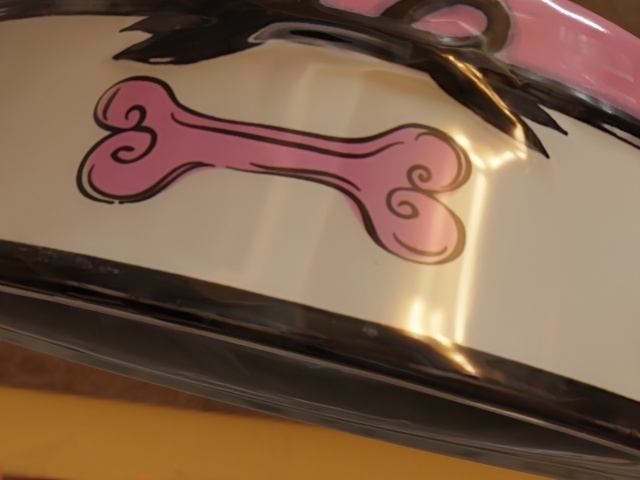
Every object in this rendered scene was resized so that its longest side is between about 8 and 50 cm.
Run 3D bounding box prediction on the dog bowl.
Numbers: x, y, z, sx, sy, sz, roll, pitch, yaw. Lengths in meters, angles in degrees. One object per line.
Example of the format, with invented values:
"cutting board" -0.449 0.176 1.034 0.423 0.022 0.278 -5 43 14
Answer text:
"dog bowl" 0.000 0.000 0.528 0.408 0.150 0.408 14 -11 3
